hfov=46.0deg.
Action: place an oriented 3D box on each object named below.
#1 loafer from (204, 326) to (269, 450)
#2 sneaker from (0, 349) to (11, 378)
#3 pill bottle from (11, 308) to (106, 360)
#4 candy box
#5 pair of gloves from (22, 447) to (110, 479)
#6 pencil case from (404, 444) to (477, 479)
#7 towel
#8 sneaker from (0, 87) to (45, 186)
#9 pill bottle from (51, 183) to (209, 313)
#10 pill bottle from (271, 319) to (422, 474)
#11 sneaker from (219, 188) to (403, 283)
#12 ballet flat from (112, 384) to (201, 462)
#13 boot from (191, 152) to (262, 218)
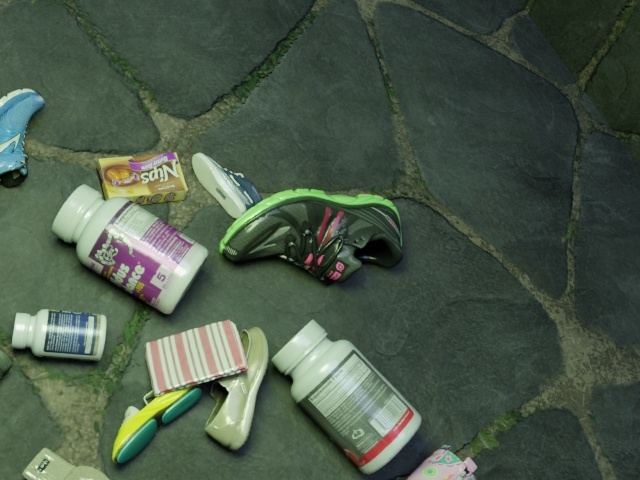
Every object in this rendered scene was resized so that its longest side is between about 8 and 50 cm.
[{"bbox_3d":[-0.177,0.298,1.577,0.092,0.102,0.268,21,56,-20],"label":"loafer"},{"bbox_3d":[-0.704,0.213,1.392,0.227,0.087,0.130,37,47,-7],"label":"sneaker"},{"bbox_3d":[-0.515,0.185,1.490,0.169,0.094,0.094,8,59,-21],"label":"pill bottle"},{"bbox_3d":[-0.414,-0.140,1.753,0.187,0.053,0.109,-9,66,-27],"label":"candy box"},{"bbox_3d":[-0.460,0.496,1.330,0.204,0.042,0.240,25,31,-5],"label":"pair of gloves"},{"bbox_3d":[0.213,0.561,1.594,0.284,0.124,0.124,-32,78,-34],"label":"pencil case"},{"bbox_3d":[-0.257,0.243,1.557,0.197,0.029,0.144,-15,40,-10],"label":"towel"},{"bbox_3d":[-0.689,-0.192,1.630,0.147,0.130,0.330,37,55,-19],"label":"sneaker"},{"bbox_3d":[-0.403,0.013,1.596,0.301,0.169,0.169,32,54,-4],"label":"pill bottle"},{"bbox_3d":[0.049,0.327,1.618,0.318,0.176,0.176,46,54,5],"label":"pill bottle"},{"bbox_3d":[0.000,0.000,1.783,0.483,0.185,0.202,-5,60,-26],"label":"sneaker"},{"bbox_3d":[-0.340,0.347,1.501,0.077,0.077,0.231,33,48,22],"label":"ballet flat"},{"bbox_3d":[-0.228,-0.144,1.839,0.190,0.069,0.086,53,47,1],"label":"boot"}]
